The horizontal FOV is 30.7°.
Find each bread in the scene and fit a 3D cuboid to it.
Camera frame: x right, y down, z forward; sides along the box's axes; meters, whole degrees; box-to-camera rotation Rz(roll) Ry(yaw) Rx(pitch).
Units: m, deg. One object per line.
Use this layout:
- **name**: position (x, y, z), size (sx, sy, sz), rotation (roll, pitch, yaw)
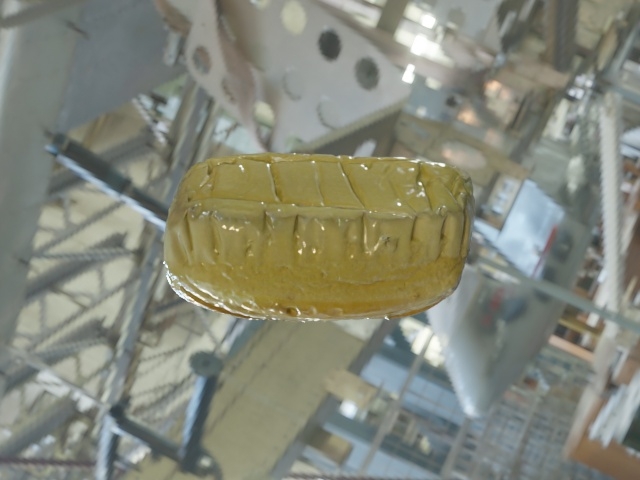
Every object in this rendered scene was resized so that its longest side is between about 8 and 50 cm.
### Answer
- **bread**: position (0.000, 0.000, 0.895), size (0.140, 0.236, 0.106), rotation (-84, -5, -66)
